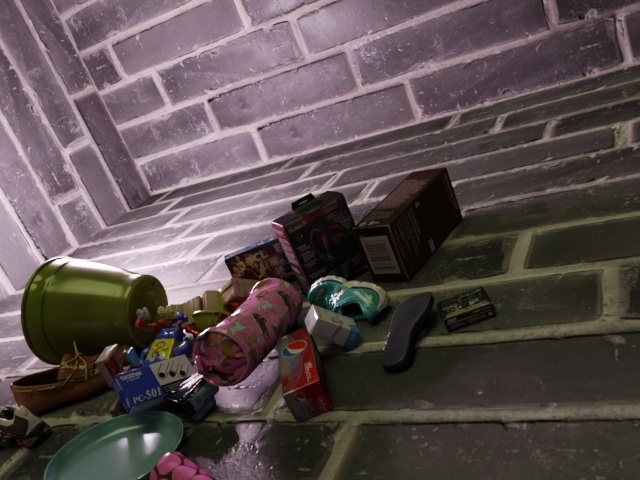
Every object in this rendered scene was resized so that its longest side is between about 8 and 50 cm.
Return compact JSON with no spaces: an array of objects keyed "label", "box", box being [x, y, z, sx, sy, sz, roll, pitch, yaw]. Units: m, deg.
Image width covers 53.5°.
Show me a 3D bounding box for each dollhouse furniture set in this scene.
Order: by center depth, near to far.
[{"label":"dollhouse furniture set","box":[-0.493,0.374,1.671,0.129,0.183,0.129,-18,21,15]}]

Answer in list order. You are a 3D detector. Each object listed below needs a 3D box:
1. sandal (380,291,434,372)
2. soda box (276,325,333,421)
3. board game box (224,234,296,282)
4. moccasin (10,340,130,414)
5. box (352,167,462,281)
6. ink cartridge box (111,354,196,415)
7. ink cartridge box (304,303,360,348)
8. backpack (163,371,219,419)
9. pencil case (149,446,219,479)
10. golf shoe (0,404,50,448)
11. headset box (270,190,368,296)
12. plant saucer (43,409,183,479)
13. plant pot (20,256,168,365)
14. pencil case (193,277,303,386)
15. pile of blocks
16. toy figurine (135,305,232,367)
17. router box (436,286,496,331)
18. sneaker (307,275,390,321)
[{"label":"sandal","box":[0.210,0.221,1.520,0.097,0.054,0.254,-15,30,41]},{"label":"soda box","box":[-0.042,0.309,1.502,0.092,0.083,0.263,-23,21,1]},{"label":"board game box","box":[-0.175,0.081,2.100,0.243,0.165,0.042,-22,20,3]},{"label":"moccasin","box":[-0.755,0.401,1.934,0.380,0.147,0.139,-20,20,8]},{"label":"box","box":[0.275,-0.052,1.927,0.143,0.191,0.381,-5,28,40]},{"label":"ink cartridge box","box":[-0.417,0.367,1.628,0.207,0.097,0.046,-11,-36,-47]},{"label":"ink cartridge box","box":[0.029,0.217,1.602,0.052,0.123,0.088,-66,17,12]},{"label":"backpack","box":[-0.311,0.387,1.589,0.105,0.084,0.114,-2,33,46]},{"label":"pencil case","box":[-0.235,0.484,1.232,0.209,0.098,0.095,15,68,43]},{"label":"golf shoe","box":[-0.894,0.524,1.820,0.273,0.120,0.105,-13,24,28]},{"label":"headset box","box":[0.000,0.000,1.932,0.218,0.293,0.110,-31,22,-18]},{"label":"plant saucer","box":[-0.469,0.500,1.470,0.318,0.043,0.317,-11,16,3]},{"label":"plant pot","box":[-0.710,0.232,2.096,0.353,0.366,0.366,-2,26,19]},{"label":"pencil case","box":[-0.182,0.230,1.676,0.160,0.167,0.386,-60,-9,26]},{"label":"pile of blocks","box":[-0.339,0.233,2.021,0.362,0.149,0.112,-23,61,26]},{"label":"toy figurine","box":[-0.404,0.327,1.843,0.363,0.191,0.217,-6,55,31]},{"label":"router box","box":[0.348,0.164,1.519,0.123,0.038,0.092,-21,20,7]},{"label":"sneaker","box":[0.059,0.166,1.739,0.275,0.107,0.110,-1,39,46]}]
